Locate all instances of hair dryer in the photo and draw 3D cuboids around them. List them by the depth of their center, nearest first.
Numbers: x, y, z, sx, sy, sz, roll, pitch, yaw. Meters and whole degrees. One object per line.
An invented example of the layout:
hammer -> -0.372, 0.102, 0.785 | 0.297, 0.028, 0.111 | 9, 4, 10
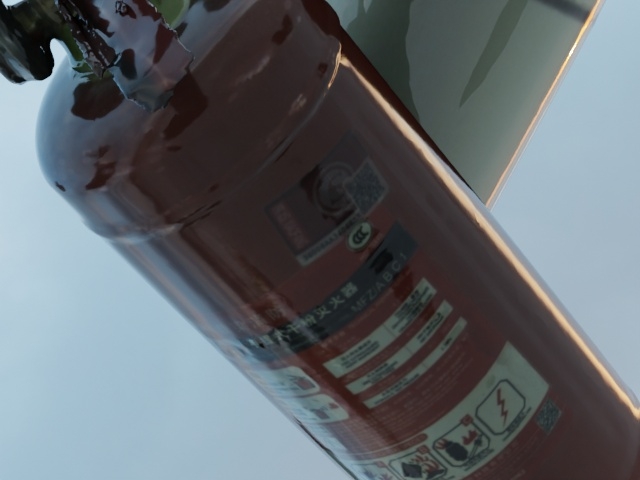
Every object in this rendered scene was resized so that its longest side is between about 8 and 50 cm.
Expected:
hair dryer -> -0.048, -0.173, 0.598 | 0.203, 0.362, 0.128 | -63, -9, 14

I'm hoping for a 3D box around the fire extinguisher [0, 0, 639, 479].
fire extinguisher -> 0.000, 0.000, 0.464 | 0.106, 0.147, 0.337 | -44, -57, -1
